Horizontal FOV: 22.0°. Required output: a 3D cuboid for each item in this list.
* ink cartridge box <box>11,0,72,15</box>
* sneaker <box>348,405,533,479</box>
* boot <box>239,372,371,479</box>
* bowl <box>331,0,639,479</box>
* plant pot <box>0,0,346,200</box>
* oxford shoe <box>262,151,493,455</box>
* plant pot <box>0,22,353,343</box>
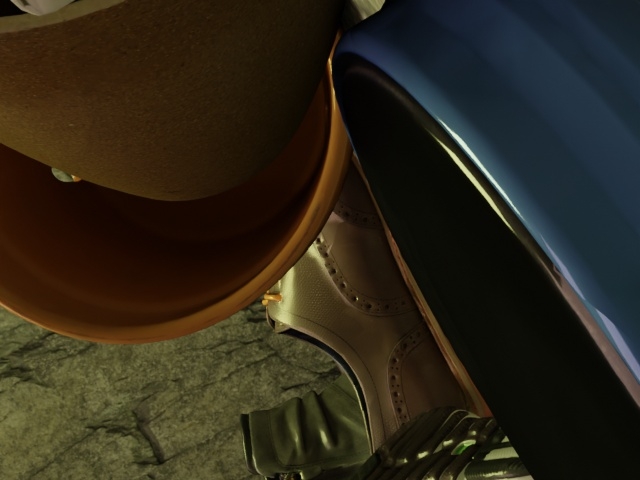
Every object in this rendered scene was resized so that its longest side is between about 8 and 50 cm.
[{"bbox_3d":[-0.049,-0.184,0.331,0.237,0.172,0.100,55,175,33],"label":"ink cartridge box"},{"bbox_3d":[0.127,0.198,1.101,0.162,0.106,0.281,51,157,-9],"label":"sneaker"},{"bbox_3d":[0.085,0.259,1.486,0.338,0.222,0.118,56,174,24],"label":"boot"},{"bbox_3d":[0.128,0.060,0.659,0.391,0.077,0.391,58,176,7],"label":"bowl"},{"bbox_3d":[-0.083,-0.123,0.657,0.237,0.237,0.254,56,174,24],"label":"plant pot"},{"bbox_3d":[0.000,0.000,1.253,0.364,0.132,0.130,58,175,7],"label":"oxford shoe"},{"bbox_3d":[-0.105,-0.085,1.099,0.291,0.291,0.203,58,-169,4],"label":"plant pot"}]
